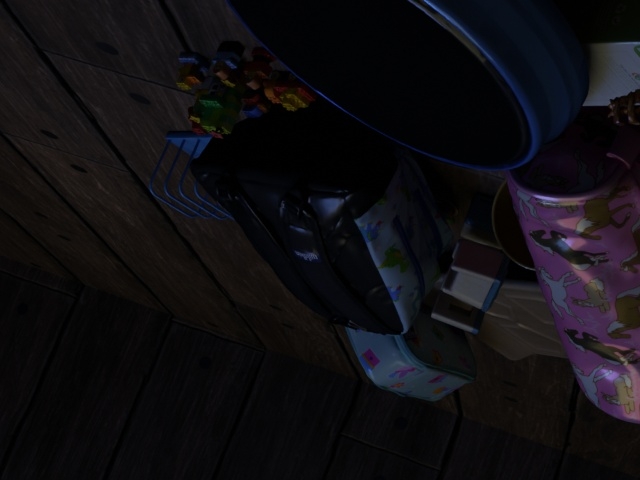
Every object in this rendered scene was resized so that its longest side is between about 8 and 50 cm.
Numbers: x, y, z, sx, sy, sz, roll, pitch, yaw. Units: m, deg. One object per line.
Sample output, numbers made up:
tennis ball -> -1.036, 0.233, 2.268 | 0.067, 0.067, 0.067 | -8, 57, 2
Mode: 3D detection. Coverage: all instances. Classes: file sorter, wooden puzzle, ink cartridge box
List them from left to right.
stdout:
file sorter -> -0.164, -0.095, 2.015 | 0.170, 0.104, 0.118 | 4, 158, 48
wooden puzzle -> 0.365, 0.111, 2.077 | 0.348, 0.080, 0.322 | -2, 153, 47
ink cartridge box -> 0.289, -0.173, 1.172 | 0.209, 0.062, 0.109 | 6, 158, 45

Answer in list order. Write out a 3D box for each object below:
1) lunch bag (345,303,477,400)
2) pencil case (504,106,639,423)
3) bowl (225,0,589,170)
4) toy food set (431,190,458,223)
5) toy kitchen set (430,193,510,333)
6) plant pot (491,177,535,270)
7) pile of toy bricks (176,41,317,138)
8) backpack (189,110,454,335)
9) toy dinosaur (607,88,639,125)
lunch bag -> 0.143, 0.142, 2.174 | 0.108, 0.224, 0.279 | -29, 153, 23
pencil case -> 0.323, 0.029, 1.445 | 0.167, 0.160, 0.386 | -19, 127, 13
bowl -> 0.061, -0.199, 1.222 | 0.391, 0.077, 0.391 | 32, 168, 8
toy food set -> 0.160, -0.051, 1.881 | 0.083, 0.020, 0.083 | 14, 163, 28
toy kitchen set -> 0.240, 0.012, 1.695 | 0.122, 0.207, 0.166 | 20, 148, 4
plant pot -> 0.290, -0.029, 1.602 | 0.134, 0.134, 0.095 | 14, -174, 28
pile of toy bricks -> -0.118, -0.176, 1.655 | 0.212, 0.105, 0.118 | 8, 160, 43
backpack -> 0.034, -0.017, 1.778 | 0.290, 0.273, 0.355 | 9, 135, 37
toy dinosaur -> 0.410, -0.092, 1.080 | 0.322, 0.164, 0.218 | 18, 124, 19
